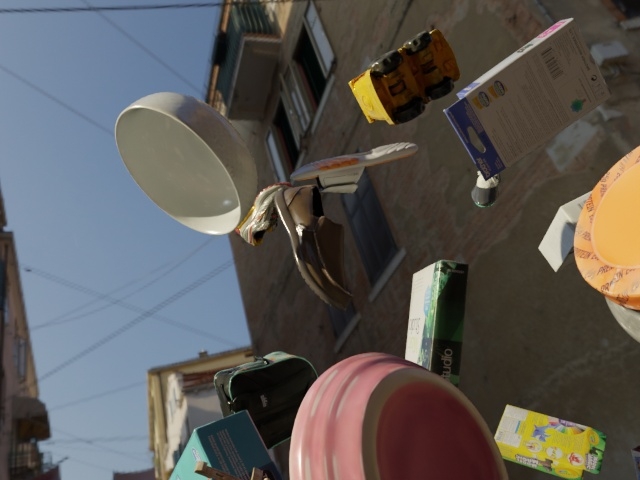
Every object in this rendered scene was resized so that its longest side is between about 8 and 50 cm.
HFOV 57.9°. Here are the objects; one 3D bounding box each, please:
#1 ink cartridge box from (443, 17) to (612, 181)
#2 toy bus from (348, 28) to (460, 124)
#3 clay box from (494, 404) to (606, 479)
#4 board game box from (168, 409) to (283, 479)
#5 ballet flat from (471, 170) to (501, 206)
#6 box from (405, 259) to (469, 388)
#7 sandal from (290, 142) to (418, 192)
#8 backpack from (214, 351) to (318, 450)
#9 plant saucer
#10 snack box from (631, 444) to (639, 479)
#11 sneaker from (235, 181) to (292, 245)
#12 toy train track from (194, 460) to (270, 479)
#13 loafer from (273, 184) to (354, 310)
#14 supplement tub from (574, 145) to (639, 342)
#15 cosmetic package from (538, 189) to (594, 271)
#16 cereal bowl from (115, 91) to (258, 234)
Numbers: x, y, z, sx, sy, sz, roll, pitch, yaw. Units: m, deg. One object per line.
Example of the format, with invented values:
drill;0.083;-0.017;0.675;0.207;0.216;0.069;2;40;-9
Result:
ink cartridge box;0.417;-0.284;1.188;0.311;0.065;0.186;-36;-72;2
toy bus;0.179;-0.369;1.349;0.220;0.211;0.149;-36;-72;-15
clay box;0.517;0.460;1.310;0.222;0.127;0.053;11;-56;29
board game box;-0.119;0.418;0.755;0.079;0.254;0.336;-11;-35;-37
ballet flat;0.438;-0.154;1.526;0.074;0.074;0.203;-42;4;33
box;0.196;0.208;1.034;0.058;0.322;0.232;6;-10;0
sandal;0.072;-0.135;1.169;0.265;0.102;0.076;-12;-74;4
backpack;-0.098;0.300;1.106;0.188;0.166;0.144;-15;1;-25
plant saucer;0.119;0.286;0.701;0.332;0.332;0.084;12;-38;-38
snack box;0.485;0.321;0.743;0.022;0.064;0.178;-15;3;-20
sneaker;-0.144;-0.076;1.641;0.225;0.093;0.088;-50;-17;28
toy train track;-0.075;0.221;0.532;0.083;0.048;0.014;27;-59;-11
loafer;0.000;0.000;1.430;0.130;0.366;0.134;-31;-25;12
supplement tub;0.392;0.045;0.504;0.316;0.194;0.193;27;-49;-18
cosmetic package;0.601;-0.020;1.347;0.117;0.085;0.231;-26;-27;-3
cereal bowl;-0.271;-0.181;1.267;0.141;0.339;0.339;-53;-23;-33
